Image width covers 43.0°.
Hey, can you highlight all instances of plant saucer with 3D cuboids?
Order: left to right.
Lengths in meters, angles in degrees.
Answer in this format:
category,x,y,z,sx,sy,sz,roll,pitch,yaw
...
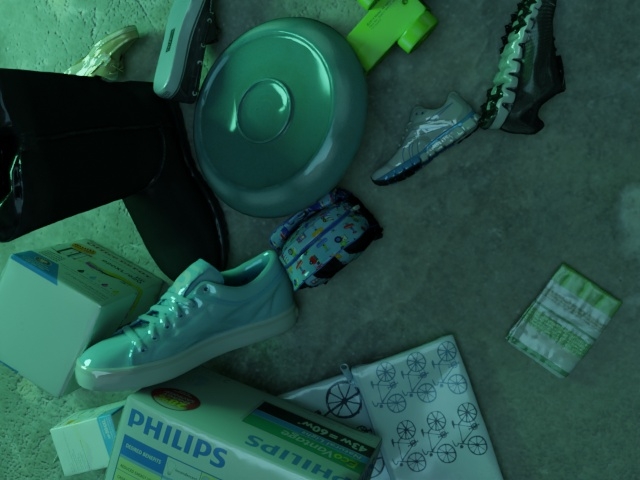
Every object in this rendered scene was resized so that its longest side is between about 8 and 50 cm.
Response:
category,x,y,z,sx,sy,sz,roll,pitch,yaw
plant saucer,-0.077,-0.193,1.238,0.317,0.043,0.318,-4,82,30

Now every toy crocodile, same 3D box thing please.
category,x,y,z,sx,sy,sz,roll,pitch,yaw
toy crocodile,0.156,-0.386,1.194,0.115,0.105,0.340,41,110,4

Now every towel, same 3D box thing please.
category,x,y,z,sx,sy,sz,roll,pitch,yaw
towel,0.374,0.124,1.253,0.113,0.023,0.152,35,102,4

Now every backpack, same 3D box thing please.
category,x,y,z,sx,sy,sz,roll,pitch,yaw
backpack,0.000,0.000,1.241,0.158,0.173,0.117,-40,88,16

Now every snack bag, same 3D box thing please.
category,x,y,z,sx,sy,sz,roll,pitch,yaw
snack bag,0.105,0.349,1.318,0.342,0.037,0.323,-18,94,7

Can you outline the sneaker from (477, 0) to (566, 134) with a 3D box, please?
category,x,y,z,sx,sy,sz,roll,pitch,yaw
sneaker,0.313,-0.259,1.183,0.106,0.078,0.234,18,91,-10

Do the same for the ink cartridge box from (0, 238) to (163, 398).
category,x,y,z,sx,sy,sz,roll,pitch,yaw
ink cartridge box,-0.400,0.116,1.322,0.171,0.232,0.168,28,101,8

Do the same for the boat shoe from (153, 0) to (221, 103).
category,x,y,z,sx,sy,sz,roll,pitch,yaw
boat shoe,-0.197,-0.325,1.290,0.080,0.076,0.229,-2,73,53

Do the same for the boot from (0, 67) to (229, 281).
category,x,y,z,sx,sy,sz,roll,pitch,yaw
boot,-0.307,-0.064,1.163,0.146,0.445,0.367,-20,93,15

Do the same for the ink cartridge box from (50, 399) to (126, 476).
category,x,y,z,sx,sy,sz,roll,pitch,yaw
ink cartridge box,-0.396,0.347,1.428,0.143,0.092,0.090,-15,94,14

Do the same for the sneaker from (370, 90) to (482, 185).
category,x,y,z,sx,sy,sz,roll,pitch,yaw
sneaker,0.150,-0.157,1.244,0.190,0.071,0.083,-35,83,7

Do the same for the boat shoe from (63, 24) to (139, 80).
category,x,y,z,sx,sy,sz,roll,pitch,yaw
boat shoe,-0.355,-0.289,1.344,0.170,0.063,0.059,-32,93,25

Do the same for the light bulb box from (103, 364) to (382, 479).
category,x,y,z,sx,sy,sz,roll,pitch,yaw
light bulb box,-0.138,0.429,1.243,0.357,0.225,0.361,20,102,13

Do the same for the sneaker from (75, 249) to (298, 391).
category,x,y,z,sx,sy,sz,roll,pitch,yaw
sneaker,-0.209,0.106,1.247,0.135,0.365,0.150,16,120,53
